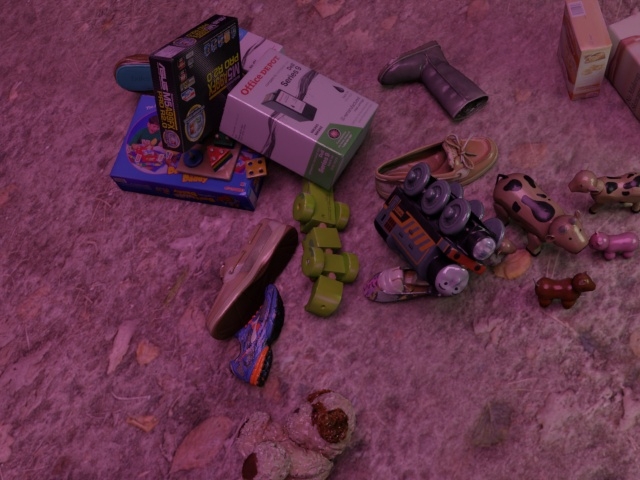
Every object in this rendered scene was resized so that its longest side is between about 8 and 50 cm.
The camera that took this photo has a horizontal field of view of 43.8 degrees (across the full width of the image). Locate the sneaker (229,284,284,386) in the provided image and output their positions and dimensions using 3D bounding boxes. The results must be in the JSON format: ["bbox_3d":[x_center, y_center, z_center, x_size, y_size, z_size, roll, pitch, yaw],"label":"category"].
[{"bbox_3d":[-0.135,0.193,1.678,0.087,0.083,0.221,11,67,11],"label":"sneaker"}]

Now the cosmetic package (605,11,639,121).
[{"bbox_3d":[0.744,-0.341,1.720,0.129,0.153,0.296,-23,62,-1],"label":"cosmetic package"}]

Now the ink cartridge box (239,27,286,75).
[{"bbox_3d":[-0.157,-0.450,1.990,0.180,0.060,0.104,26,73,20],"label":"ink cartridge box"}]

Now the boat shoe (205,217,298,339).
[{"bbox_3d":[-0.165,0.079,1.729,0.098,0.109,0.302,23,67,26],"label":"boat shoe"}]

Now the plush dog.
[{"bbox_3d":[-0.021,0.389,1.515,0.211,0.262,0.225,42,88,-9],"label":"plush dog"}]

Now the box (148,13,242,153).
[{"bbox_3d":[-0.262,-0.348,1.743,0.060,0.216,0.270,14,37,21],"label":"box"}]

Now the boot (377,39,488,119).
[{"bbox_3d":[0.262,-0.359,1.871,0.190,0.076,0.208,-30,71,-1],"label":"boot"}]

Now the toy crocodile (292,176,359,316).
[{"bbox_3d":[0.000,0.000,1.737,0.115,0.105,0.340,9,58,-29],"label":"toy crocodile"}]

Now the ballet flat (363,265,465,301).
[{"bbox_3d":[0.196,0.084,1.668,0.222,0.079,0.076,-3,68,10],"label":"ballet flat"}]

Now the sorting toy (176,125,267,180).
[{"bbox_3d":[-0.244,-0.210,1.817,0.275,0.046,0.132,11,68,15],"label":"sorting toy"}]

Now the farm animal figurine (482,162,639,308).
[{"bbox_3d":[0.488,-0.046,1.620,0.327,0.172,0.330,29,74,21],"label":"farm animal figurine"}]

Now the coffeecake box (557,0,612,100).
[{"bbox_3d":[0.583,-0.425,1.769,0.068,0.185,0.142,-10,64,6],"label":"coffeecake box"}]

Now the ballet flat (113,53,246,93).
[{"bbox_3d":[-0.334,-0.412,1.974,0.343,0.116,0.124,3,33,-3],"label":"ballet flat"}]

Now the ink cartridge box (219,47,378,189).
[{"bbox_3d":[-0.049,-0.275,1.782,0.289,0.121,0.211,28,51,4],"label":"ink cartridge box"}]

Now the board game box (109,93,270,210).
[{"bbox_3d":[-0.296,-0.213,1.898,0.347,0.078,0.233,10,68,15],"label":"board game box"}]

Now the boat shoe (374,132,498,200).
[{"bbox_3d":[0.258,-0.168,1.765,0.285,0.089,0.104,-22,63,0],"label":"boat shoe"}]

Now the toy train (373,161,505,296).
[{"bbox_3d":[0.232,-0.022,1.603,0.190,0.142,0.334,-56,31,15],"label":"toy train"}]
